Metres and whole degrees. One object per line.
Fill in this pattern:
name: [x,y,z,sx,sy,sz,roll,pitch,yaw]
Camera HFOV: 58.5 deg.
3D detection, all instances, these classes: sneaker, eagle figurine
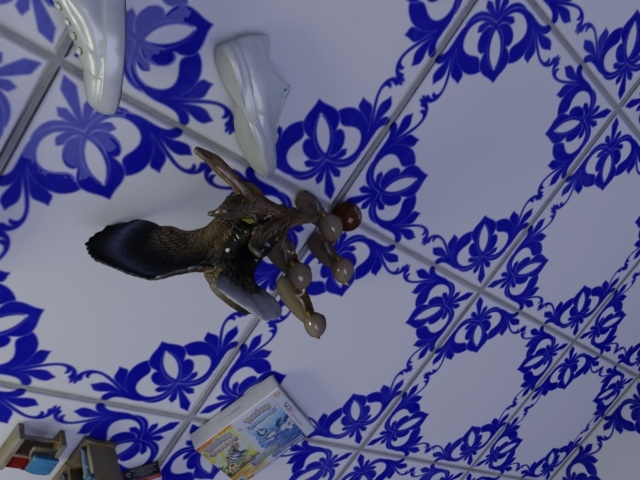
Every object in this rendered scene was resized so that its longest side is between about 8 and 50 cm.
sneaker: [-0.081,-0.197,0.849,0.094,0.080,0.212,-30,128,-26]
sneaker: [-0.288,-0.294,0.661,0.123,0.106,0.289,-3,110,-21]
eagle figurine: [-0.152,0.014,0.794,0.226,0.298,0.225,59,36,-5]

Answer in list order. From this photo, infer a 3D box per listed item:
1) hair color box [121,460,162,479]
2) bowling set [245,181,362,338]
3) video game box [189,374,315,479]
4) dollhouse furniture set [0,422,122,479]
hair color box: [-0.352,0.514,1.142,0.072,0.043,0.141,-10,122,-23]
bowling set: [0.000,0.000,0.957,0.200,0.154,0.287,-30,129,-10]
video game box: [-0.136,0.401,1.195,0.205,0.048,0.187,-36,127,-6]
dollhouse furniture set: [-0.453,0.420,0.971,0.184,0.129,0.129,31,100,-40]
